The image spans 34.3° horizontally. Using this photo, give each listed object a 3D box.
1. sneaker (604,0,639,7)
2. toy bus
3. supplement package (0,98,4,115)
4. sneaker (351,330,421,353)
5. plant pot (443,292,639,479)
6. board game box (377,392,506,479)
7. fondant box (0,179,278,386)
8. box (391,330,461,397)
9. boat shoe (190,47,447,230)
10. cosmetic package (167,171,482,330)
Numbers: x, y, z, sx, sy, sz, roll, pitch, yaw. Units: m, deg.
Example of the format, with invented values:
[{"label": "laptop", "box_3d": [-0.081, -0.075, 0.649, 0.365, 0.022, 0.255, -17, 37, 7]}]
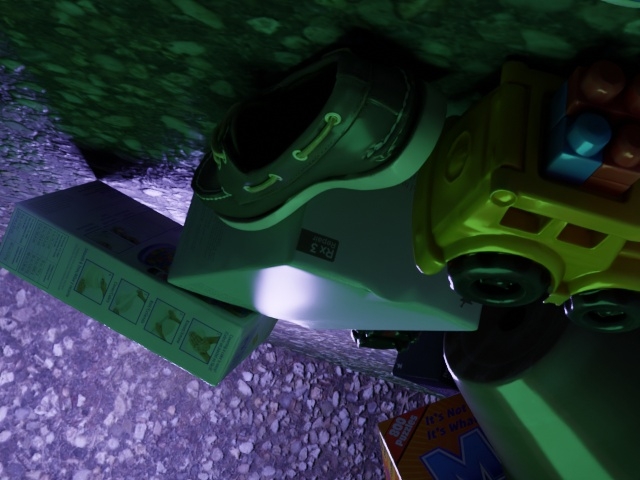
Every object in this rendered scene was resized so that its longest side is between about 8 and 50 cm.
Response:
[{"label": "sneaker", "box_3d": [0.143, -0.153, 0.461, 0.152, 0.058, 0.085, 32, 170, -34]}, {"label": "toy bus", "box_3d": [0.203, -0.043, 0.754, 0.220, 0.149, 0.211, 15, 153, -11]}, {"label": "supplement package", "box_3d": [-0.442, -0.137, 1.084, 0.134, 0.139, 0.244, 14, 168, 0]}, {"label": "sneaker", "box_3d": [0.121, 0.027, 1.234, 0.098, 0.135, 0.276, 13, 147, -24]}, {"label": "plant pot", "box_3d": [0.301, 0.164, 1.242, 0.280, 0.323, 0.323, 41, 157, -29]}, {"label": "board game box", "box_3d": [0.321, 0.439, 1.514, 0.356, 0.356, 0.356, -19, 139, -7]}, {"label": "fondant box", "box_3d": [-0.225, 0.045, 1.379, 0.330, 0.096, 0.238, 27, -165, 8]}, {"label": "box", "box_3d": [0.205, 0.151, 1.558, 0.093, 0.156, 0.158, 2, 162, 46]}, {"label": "boat shoe", "box_3d": [-0.032, -0.085, 0.881, 0.097, 0.116, 0.324, 27, 160, -28]}, {"label": "cosmetic package", "box_3d": [0.000, 0.000, 1.132, 0.217, 0.156, 0.385, 20, 166, -24]}]
